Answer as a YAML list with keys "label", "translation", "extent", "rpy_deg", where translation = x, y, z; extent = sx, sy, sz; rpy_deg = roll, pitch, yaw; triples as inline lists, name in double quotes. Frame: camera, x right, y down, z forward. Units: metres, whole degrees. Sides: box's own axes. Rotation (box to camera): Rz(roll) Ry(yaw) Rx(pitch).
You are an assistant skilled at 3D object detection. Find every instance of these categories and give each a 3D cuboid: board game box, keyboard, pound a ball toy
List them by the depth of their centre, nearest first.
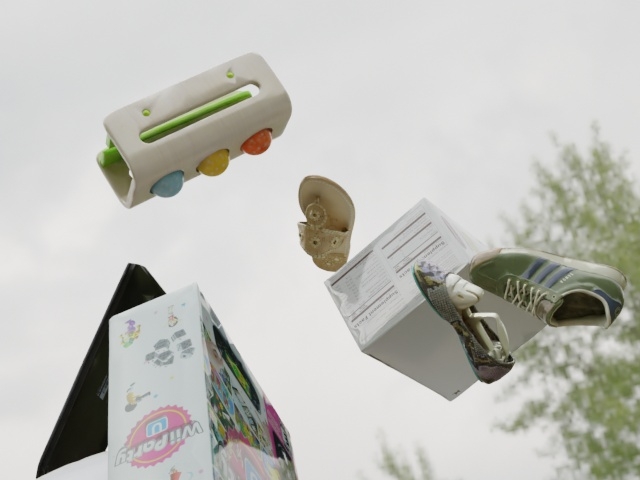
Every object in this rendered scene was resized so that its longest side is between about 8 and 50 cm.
- label: "board game box"
  translation: [-0.087, 0.218, 1.014]
  extent: [0.097, 0.303, 0.224]
  rpy_deg: [-23, -53, 8]
- label: "keyboard"
  translation: [-0.275, 0.198, 1.623]
  extent: [0.033, 0.317, 0.201]
  rpy_deg: [10, -27, 24]
- label: "pound a ball toy"
  translation: [-0.174, -0.148, 1.856]
  extent: [0.319, 0.135, 0.208]
  rpy_deg: [-27, -14, -25]

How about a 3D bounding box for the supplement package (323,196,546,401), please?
- label: "supplement package"
  translation: [0.176, 0.094, 1.824]
  extent: [0.204, 0.145, 0.262]
  rpy_deg: [-41, -40, 14]

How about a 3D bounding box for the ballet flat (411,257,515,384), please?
- label: "ballet flat"
  translation: [0.115, 0.056, 0.940]
  extent: [0.041, 0.114, 0.041]
  rpy_deg: [-32, 7, 4]

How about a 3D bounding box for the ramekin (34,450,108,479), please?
- label: "ramekin"
  translation: [-0.253, 0.326, 1.324]
  extent: [0.273, 0.127, 0.273]
  rpy_deg: [-20, 8, 3]

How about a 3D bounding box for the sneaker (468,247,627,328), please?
- label: "sneaker"
  translation: [0.271, 0.063, 1.476]
  extent: [0.192, 0.086, 0.064]
  rpy_deg: [8, -50, 11]

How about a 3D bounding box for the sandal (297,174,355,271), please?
- label: "sandal"
  translation: [0.006, 0.001, 1.882]
  extent: [0.088, 0.079, 0.240]
  rpy_deg: [8, -31, 10]
